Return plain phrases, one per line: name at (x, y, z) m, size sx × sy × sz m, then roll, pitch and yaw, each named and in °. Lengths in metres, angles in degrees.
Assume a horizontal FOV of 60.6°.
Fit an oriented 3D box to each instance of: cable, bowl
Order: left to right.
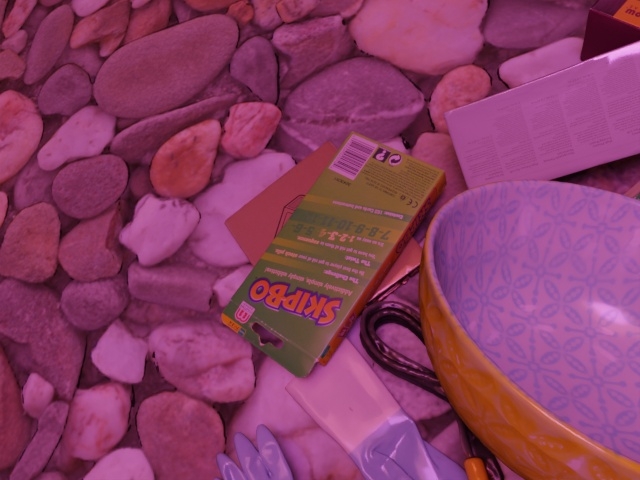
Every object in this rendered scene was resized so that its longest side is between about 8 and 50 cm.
cable at (0.144, 0.150, 0.480) m, size 0.140 × 0.072 × 0.287 m, roll -27°, pitch 59°, yaw -6°
bowl at (0.199, 0.094, 0.412) m, size 0.290 × 0.155 × 0.289 m, roll 7°, pitch 37°, yaw -5°

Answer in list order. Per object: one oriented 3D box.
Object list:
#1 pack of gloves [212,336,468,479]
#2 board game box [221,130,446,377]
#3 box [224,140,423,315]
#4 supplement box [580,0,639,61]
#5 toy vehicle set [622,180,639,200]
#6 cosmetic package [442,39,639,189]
pack of gloves at (0.025, 0.238, 0.511) m, size 0.195 × 0.046 × 0.232 m, roll -37°, pitch 61°, yaw -14°
board game box at (0.013, 0.010, 0.585) m, size 0.124 × 0.039 × 0.259 m, roll 30°, pitch 77°, yaw 28°
box at (0.000, 0.000, 0.627) m, size 0.164 × 0.021 × 0.201 m, roll -37°, pitch 61°, yaw 1°
supplement box at (0.381, -0.260, 0.575) m, size 0.188 × 0.081 × 0.104 m, roll -47°, pitch 61°, yaw -5°
toy vehicle set at (0.414, -0.046, 0.493) m, size 0.267 × 0.035 × 0.166 m, roll -40°, pitch 60°, yaw -1°
cosmetic package at (0.251, -0.120, 0.526) m, size 0.239 × 0.060 × 0.098 m, roll -16°, pitch 98°, yaw 22°
